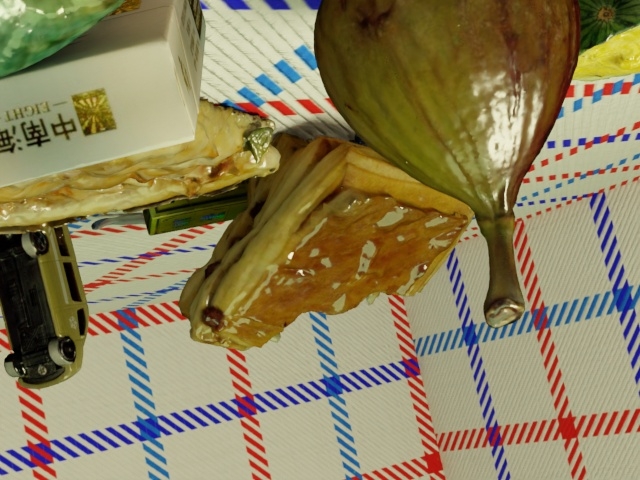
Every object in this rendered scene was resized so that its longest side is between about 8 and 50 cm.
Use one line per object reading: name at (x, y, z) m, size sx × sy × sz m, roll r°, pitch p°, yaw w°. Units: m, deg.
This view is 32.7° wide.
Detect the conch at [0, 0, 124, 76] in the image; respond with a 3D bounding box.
conch at (-0.162, -0.168, 0.548) m, size 0.188 × 0.122 × 0.175 m, roll -3°, pitch 127°, yaw -19°

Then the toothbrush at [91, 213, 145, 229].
toothbrush at (-0.273, -0.033, 1.820) m, size 0.269 × 0.027 × 0.021 m, roll -5°, pitch 153°, yaw -49°

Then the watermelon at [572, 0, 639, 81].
watermelon at (0.292, -0.215, 0.967) m, size 0.232 × 0.127 × 0.204 m, roll -9°, pitch 172°, yaw -38°

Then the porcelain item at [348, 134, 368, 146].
porcelain item at (0.059, -0.137, 1.611) m, size 0.075 × 0.021 × 0.136 m, roll -11°, pitch 174°, yaw 22°

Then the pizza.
pizza at (-0.230, -0.085, 1.278) m, size 0.392 × 0.080 × 0.435 m, roll -7°, pitch 173°, yaw -40°

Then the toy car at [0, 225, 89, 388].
toy car at (-0.400, 0.081, 1.570) m, size 0.101 × 0.256 × 0.124 m, roll -17°, pitch 175°, yaw 21°

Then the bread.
bread at (0.000, 0.000, 1.526) m, size 0.314 × 0.191 × 0.370 m, roll 14°, pitch 126°, yaw -45°

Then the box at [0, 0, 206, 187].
box at (-0.156, -0.118, 0.706) m, size 0.155 × 0.067 × 0.243 m, roll -15°, pitch -153°, yaw 2°

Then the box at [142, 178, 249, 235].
box at (-0.153, -0.066, 1.623) m, size 0.220 × 0.064 × 0.141 m, roll -13°, pitch 173°, yaw -12°

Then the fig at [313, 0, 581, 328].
fig at (0.109, -0.088, 0.867) m, size 0.217 × 0.320 × 0.217 m, roll -8°, pitch 175°, yaw -1°
